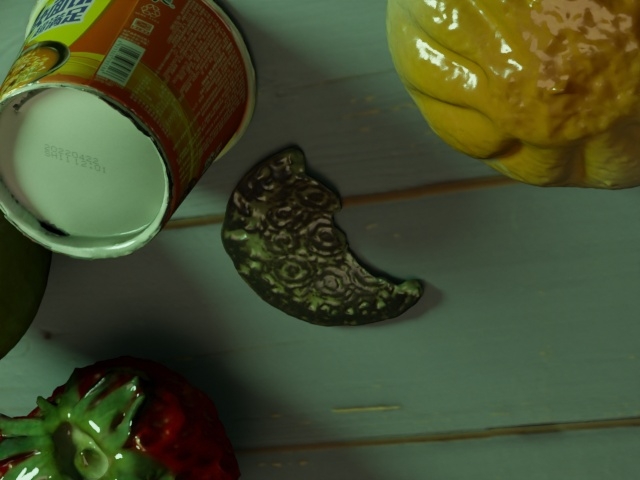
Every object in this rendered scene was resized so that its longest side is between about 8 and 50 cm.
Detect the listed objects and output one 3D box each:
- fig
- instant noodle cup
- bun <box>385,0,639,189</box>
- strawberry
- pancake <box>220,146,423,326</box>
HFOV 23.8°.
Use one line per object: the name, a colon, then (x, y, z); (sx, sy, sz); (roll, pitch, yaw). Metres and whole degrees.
fig: (-0.352, 0.004, 1.341); (0.203, 0.203, 0.225); (-12, 127, 22)
instant noodle cup: (-0.174, -0.098, 1.239); (0.213, 0.174, 0.213); (7, 126, 10)
bun: (0.186, -0.152, 1.118); (0.298, 0.165, 0.299); (8, 125, 11)
strawberry: (-0.192, 0.252, 1.463); (0.257, 0.257, 0.277); (4, 158, 12)
pancake: (0.000, 0.000, 1.360); (0.184, 0.020, 0.191); (4, 126, 13)
